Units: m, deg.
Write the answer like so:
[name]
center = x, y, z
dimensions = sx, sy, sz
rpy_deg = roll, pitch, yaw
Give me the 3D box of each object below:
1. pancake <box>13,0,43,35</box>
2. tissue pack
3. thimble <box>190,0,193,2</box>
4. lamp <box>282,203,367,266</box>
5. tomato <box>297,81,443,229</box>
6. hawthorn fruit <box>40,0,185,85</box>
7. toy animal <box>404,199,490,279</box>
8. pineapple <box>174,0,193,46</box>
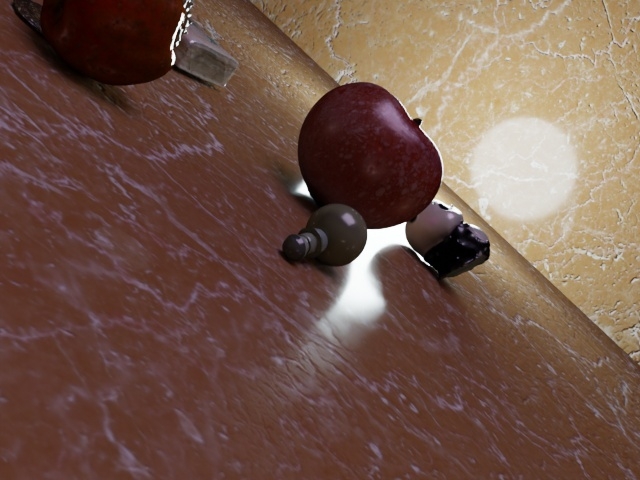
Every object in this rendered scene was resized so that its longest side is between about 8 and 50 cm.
[pancake]
center = -0.381, -0.302, 1.211
dimensions = 0.115, 0.011, 0.115
rpy_deg = 39, 15, -13
[tissue pack]
center = -0.315, -0.440, 1.698
dimensions = 0.325, 0.071, 0.170
rpy_deg = 46, 16, 21
[thimble]
center = -0.359, -0.709, 2.263
dimensions = 0.097, 0.150, 0.150
rpy_deg = 24, 22, -38
[lamp]
center = 0.000, 0.000, 1.204
dimensions = 0.091, 0.091, 0.163
rpy_deg = 45, 31, 16
[tomato]
center = 0.077, -0.142, 1.524
dimensions = 0.270, 0.227, 0.270
rpy_deg = 51, -4, 5
[hawthorn fruit]
center = -0.279, -0.296, 1.156
dimensions = 0.189, 0.189, 0.189
rpy_deg = 39, 14, -11
[toy animal]
center = 0.261, -0.007, 1.801
dimensions = 0.179, 0.138, 0.166
rpy_deg = 51, 0, 18
[pineapple]
center = -0.296, -0.401, 1.455
dimensions = 0.166, 0.166, 0.193
rpy_deg = 35, 12, -26
